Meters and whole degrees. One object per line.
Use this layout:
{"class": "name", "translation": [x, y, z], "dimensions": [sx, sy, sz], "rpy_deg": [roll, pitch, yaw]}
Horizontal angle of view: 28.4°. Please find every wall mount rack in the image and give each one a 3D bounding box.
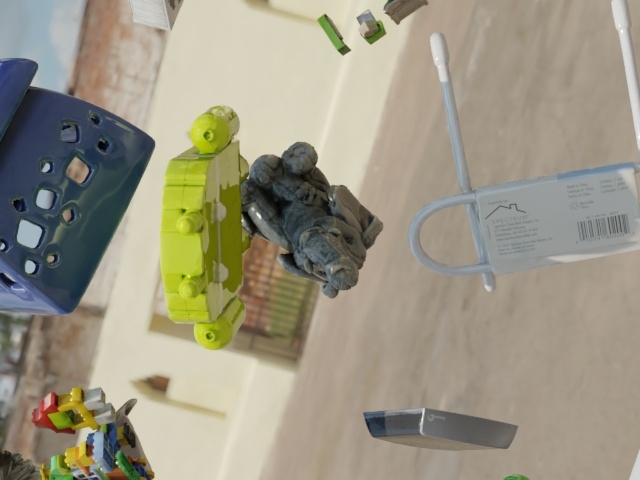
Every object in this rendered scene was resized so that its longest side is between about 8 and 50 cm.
{"class": "wall mount rack", "translation": [0.260, -0.094, 1.427], "dimensions": [0.130, 0.350, 0.304], "rpy_deg": [-84, -19, -54]}

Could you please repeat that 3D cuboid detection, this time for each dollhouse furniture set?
{"class": "dollhouse furniture set", "translation": [0.076, -0.331, 1.811], "dimensions": [0.152, 0.058, 0.076], "rpy_deg": [-33, -15, 12]}

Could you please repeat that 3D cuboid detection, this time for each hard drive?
{"class": "hard drive", "translation": [0.219, 0.344, 2.294], "dimensions": [0.172, 0.255, 0.054], "rpy_deg": [-12, 68, 46]}

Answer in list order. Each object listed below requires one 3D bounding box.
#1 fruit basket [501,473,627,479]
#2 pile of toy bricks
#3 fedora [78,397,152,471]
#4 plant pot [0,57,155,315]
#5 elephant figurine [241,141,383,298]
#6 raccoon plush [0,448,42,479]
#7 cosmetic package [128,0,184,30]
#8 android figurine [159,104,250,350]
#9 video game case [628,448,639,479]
{"class": "fruit basket", "translation": [0.465, 0.615, 2.477], "dimensions": [0.283, 0.392, 0.392], "rpy_deg": [111, 174, -62]}
{"class": "pile of toy bricks", "translation": [-0.251, 0.254, 1.349], "dimensions": [0.212, 0.105, 0.118], "rpy_deg": [71, -171, -50]}
{"class": "fedora", "translation": [-0.369, 0.395, 2.142], "dimensions": [0.244, 0.124, 0.275], "rpy_deg": [-45, 2, -43]}
{"class": "plant pot", "translation": [-0.365, -0.067, 1.411], "dimensions": [0.236, 0.212, 0.236], "rpy_deg": [2, 61, 44]}
{"class": "elephant figurine", "translation": [0.000, 0.000, 1.675], "dimensions": [0.186, 0.239, 0.169], "rpy_deg": [-27, -31, -37]}
{"class": "raccoon plush", "translation": [-0.560, 0.236, 1.421], "dimensions": [0.446, 0.299, 0.216], "rpy_deg": [39, -100, -48]}
{"class": "cosmetic package", "translation": [-0.185, -0.402, 1.664], "dimensions": [0.099, 0.061, 0.239], "rpy_deg": [92, -165, -66]}
{"class": "android figurine", "translation": [-0.113, -0.012, 1.306], "dimensions": [0.273, 0.056, 0.248], "rpy_deg": [-62, -28, -78]}
{"class": "video game case", "translation": [0.544, 0.347, 1.781], "dimensions": [0.036, 0.300, 0.328], "rpy_deg": [35, 115, 52]}
